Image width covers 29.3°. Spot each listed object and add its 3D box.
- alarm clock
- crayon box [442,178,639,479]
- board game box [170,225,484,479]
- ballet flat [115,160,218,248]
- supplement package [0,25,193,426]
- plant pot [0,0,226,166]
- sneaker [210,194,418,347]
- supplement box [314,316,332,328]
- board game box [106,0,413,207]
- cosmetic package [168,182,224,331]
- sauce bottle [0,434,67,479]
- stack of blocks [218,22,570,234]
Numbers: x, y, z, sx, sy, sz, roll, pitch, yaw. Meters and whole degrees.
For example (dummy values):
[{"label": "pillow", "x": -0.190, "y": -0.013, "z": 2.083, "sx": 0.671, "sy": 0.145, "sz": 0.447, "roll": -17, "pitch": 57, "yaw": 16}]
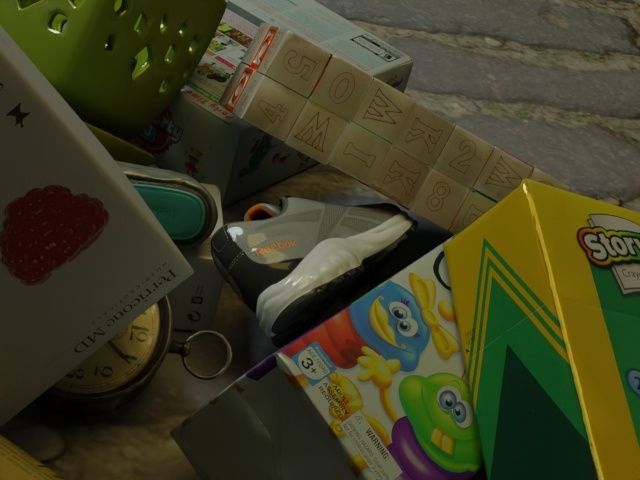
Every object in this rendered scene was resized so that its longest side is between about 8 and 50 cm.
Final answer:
[{"label": "alarm clock", "x": -0.161, "y": 0.072, "z": 0.931, "sx": 0.192, "sy": 0.064, "sz": 0.129, "roll": 13, "pitch": 64, "yaw": -8}, {"label": "crayon box", "x": 0.279, "y": 0.145, "z": 0.856, "sx": 0.363, "sy": 0.106, "sz": 0.313, "roll": 14, "pitch": 51, "yaw": -29}, {"label": "board game box", "x": 0.056, "y": 0.110, "z": 0.888, "sx": 0.275, "sy": 0.142, "sz": 0.144, "roll": -31, "pitch": 83, "yaw": -47}, {"label": "ballet flat", "x": -0.187, "y": -0.036, "z": 0.969, "sx": 0.213, "sy": 0.072, "sz": 0.068, "roll": 12, "pitch": 8, "yaw": -8}, {"label": "supplement package", "x": -0.241, "y": -0.045, "z": 0.761, "sx": 0.177, "sy": 0.293, "sz": 0.175, "roll": -39, "pitch": 55, "yaw": -3}, {"label": "plant pot", "x": -0.247, "y": -0.183, "z": 1.098, "sx": 0.227, "sy": 0.207, "sz": 0.228, "roll": 19, "pitch": -1, "yaw": 18}, {"label": "sneaker", "x": 0.000, "y": 0.000, "z": 1.044, "sx": 0.108, "sy": 0.100, "sz": 0.271, "roll": 45, "pitch": 23, "yaw": 10}, {"label": "supplement box", "x": 0.001, "y": 0.107, "z": 0.996, "sx": 0.055, "sy": 0.043, "sz": 0.083, "roll": 33, "pitch": 38, "yaw": 23}, {"label": "board game box", "x": -0.078, "y": -0.172, "z": 1.314, "sx": 0.224, "sy": 0.097, "sz": 0.303, "roll": 34, "pitch": 37, "yaw": 24}, {"label": "cosmetic package", "x": -0.201, "y": 0.001, "z": 1.028, "sx": 0.231, "sy": 0.085, "sz": 0.117, "roll": 7, "pitch": 35, "yaw": -15}, {"label": "sauce bottle", "x": -0.190, "y": 0.189, "z": 0.741, "sx": 0.344, "sy": 0.111, "sz": 0.111, "roll": 31, "pitch": 37, "yaw": 20}, {"label": "stack of blocks", "x": 0.059, "y": -0.090, "z": 1.128, "sx": 0.297, "sy": 0.087, "sz": 0.171, "roll": 27, "pitch": 4, "yaw": -18}]
